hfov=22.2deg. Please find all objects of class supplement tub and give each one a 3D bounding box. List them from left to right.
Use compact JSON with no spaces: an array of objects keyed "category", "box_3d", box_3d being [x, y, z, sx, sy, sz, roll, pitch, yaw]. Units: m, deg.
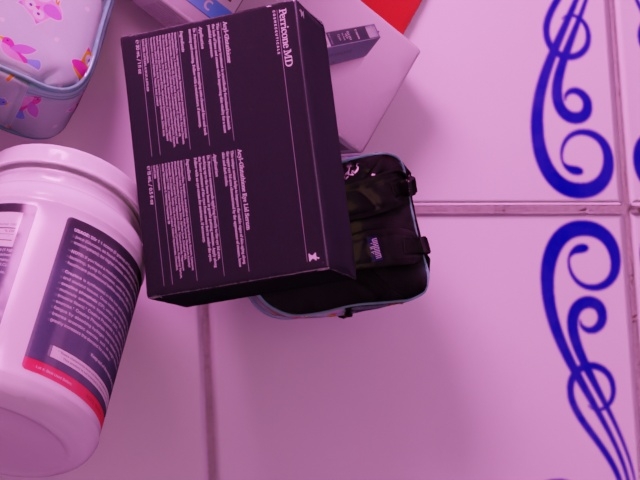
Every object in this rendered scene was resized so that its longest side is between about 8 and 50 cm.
[{"category":"supplement tub","box_3d":[-0.273,0.066,1.533,0.191,0.191,0.272,21,56,-13]}]

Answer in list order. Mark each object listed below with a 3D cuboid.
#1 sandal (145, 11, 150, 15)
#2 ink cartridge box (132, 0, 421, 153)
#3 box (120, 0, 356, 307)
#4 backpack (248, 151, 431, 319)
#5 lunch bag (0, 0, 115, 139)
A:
[{"category":"sandal","box_3d":[-0.239,-0.408,1.690,0.169,0.102,0.416,-33,107,-27]},{"category":"ink cartridge box","box_3d":[-0.017,-0.278,1.724,0.296,0.066,0.261,36,74,-24]},{"category":"box","box_3d":[-0.078,-0.080,1.573,0.184,0.103,0.261,-10,80,18]},{"category":"backpack","box_3d":[0.000,0.000,1.682,0.188,0.144,0.166,-13,92,-18]},{"category":"lunch bag","box_3d":[-0.347,-0.243,1.605,0.279,0.108,0.224,23,55,-15]}]
